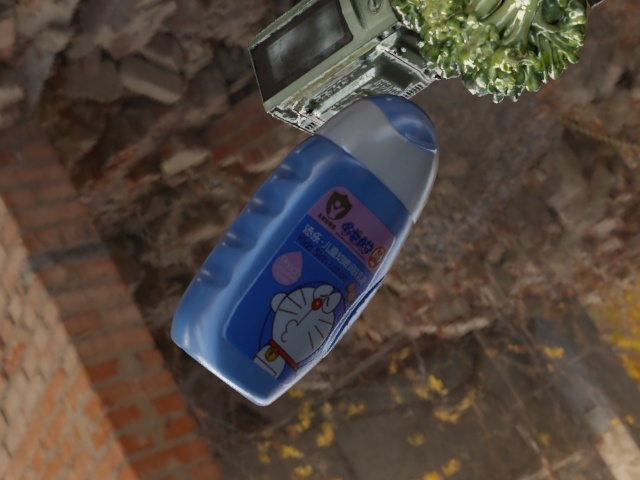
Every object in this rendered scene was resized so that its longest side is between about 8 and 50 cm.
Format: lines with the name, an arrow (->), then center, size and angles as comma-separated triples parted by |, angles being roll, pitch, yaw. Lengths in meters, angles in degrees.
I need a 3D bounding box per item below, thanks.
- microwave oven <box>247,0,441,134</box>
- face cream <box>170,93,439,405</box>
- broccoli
microwave oven -> 0.042, -0.221, 1.429 | 0.205, 0.129, 0.163 | -32, 147, 29
face cream -> 0.000, 0.000, 0.932 | 0.264, 0.083, 0.149 | -53, 135, -6
broccoli -> 0.201, -0.293, 1.215 | 0.247, 0.263, 0.243 | -6, 166, -15
